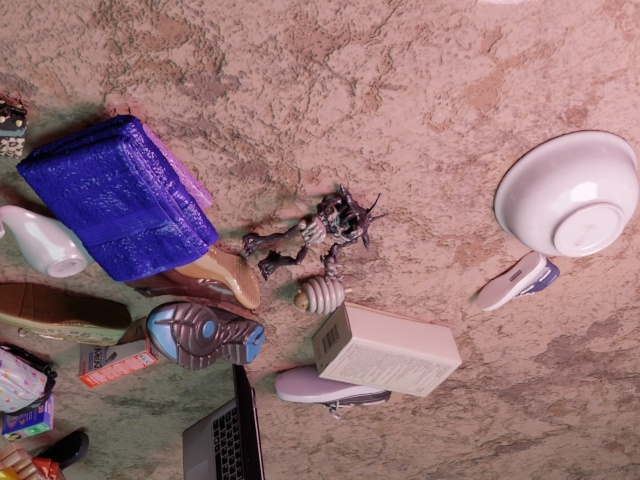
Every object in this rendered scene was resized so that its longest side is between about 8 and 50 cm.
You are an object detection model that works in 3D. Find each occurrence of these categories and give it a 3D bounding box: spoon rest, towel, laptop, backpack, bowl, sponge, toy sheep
[{"bbox_3d":[-0.500,0.000,1.337,0.137,0.084,0.276,-28,159,9],"label":"spoon rest"},{"bbox_3d":[-0.340,-0.055,1.287,0.228,0.076,0.308,-21,132,9],"label":"towel"},{"bbox_3d":[-0.250,0.485,1.699,0.408,0.382,0.236,-36,131,23],"label":"laptop"},{"bbox_3d":[-0.679,0.298,1.600,0.152,0.115,0.182,-24,132,16],"label":"backpack"},{"bbox_3d":[0.509,-0.063,1.490,0.298,0.134,0.298,-6,136,-6],"label":"bowl"},{"bbox_3d":[-0.298,-0.107,1.328,0.117,0.031,0.210,-26,135,14],"label":"sponge"},{"bbox_3d":[0.006,0.116,1.596,0.132,0.091,0.091,-16,138,-17],"label":"toy sheep"}]

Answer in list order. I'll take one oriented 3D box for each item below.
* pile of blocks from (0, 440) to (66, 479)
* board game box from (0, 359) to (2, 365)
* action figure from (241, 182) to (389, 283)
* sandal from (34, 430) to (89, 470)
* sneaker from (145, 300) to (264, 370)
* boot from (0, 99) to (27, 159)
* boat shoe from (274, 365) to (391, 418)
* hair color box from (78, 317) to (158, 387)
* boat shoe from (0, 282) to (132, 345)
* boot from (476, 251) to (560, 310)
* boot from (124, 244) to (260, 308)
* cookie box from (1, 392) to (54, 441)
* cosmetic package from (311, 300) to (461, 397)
[{"bbox_3d":[-0.645,0.589,1.765,0.113,0.149,0.362,-35,135,-2],"label":"pile of blocks"},{"bbox_3d":[-0.873,0.374,1.385,0.356,0.356,0.356,27,127,-9],"label":"board game box"},{"bbox_3d":[0.000,0.000,1.433,0.276,0.141,0.164,-20,125,10],"label":"action figure"},{"bbox_3d":[-0.689,0.558,1.888,0.254,0.097,0.054,-41,133,13],"label":"sandal"},{"bbox_3d":[-0.252,0.186,1.496,0.140,0.125,0.341,15,173,28],"label":"sneaker"},{"bbox_3d":[-0.531,-0.216,1.125,0.179,0.085,0.236,7,139,-23],"label":"boot"},{"bbox_3d":[0.034,0.372,1.844,0.306,0.113,0.105,-5,123,-21],"label":"boat shoe"},{"bbox_3d":[-0.435,0.241,1.613,0.167,0.093,0.053,-22,136,8],"label":"hair color box"},{"bbox_3d":[-0.527,0.162,1.500,0.285,0.104,0.089,17,127,-29],"label":"boat shoe"},{"bbox_3d":[0.450,0.109,1.698,0.086,0.069,0.190,31,120,-33],"label":"boot"},{"bbox_3d":[-0.260,0.082,1.520,0.207,0.090,0.248,-15,143,23],"label":"boot"},{"bbox_3d":[-0.672,0.402,1.725,0.107,0.092,0.040,-19,139,7],"label":"cookie box"},{"bbox_3d":[0.154,0.260,1.756,0.309,0.113,0.160,16,130,-28],"label":"cosmetic package"}]
